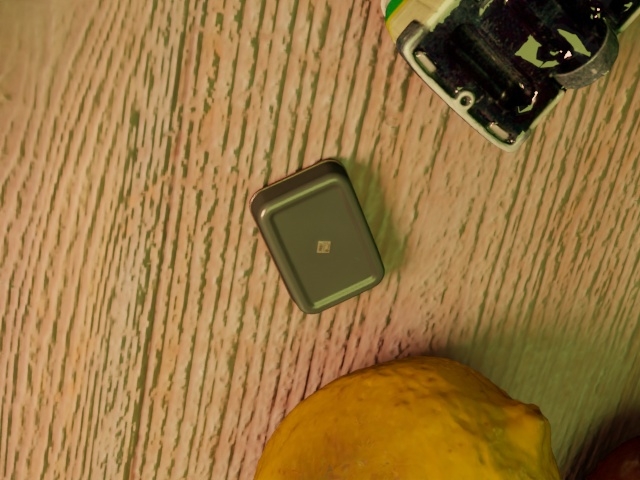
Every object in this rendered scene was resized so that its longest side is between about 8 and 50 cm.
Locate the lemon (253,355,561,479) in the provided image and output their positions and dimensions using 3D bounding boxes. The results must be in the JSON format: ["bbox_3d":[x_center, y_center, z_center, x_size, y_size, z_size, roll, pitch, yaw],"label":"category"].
[{"bbox_3d":[0.067,0.235,0.831,0.310,0.253,0.253,-32,120,19],"label":"lemon"}]

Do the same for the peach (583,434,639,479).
[{"bbox_3d":[0.368,0.324,0.967,0.281,0.238,0.281,8,108,24],"label":"peach"}]

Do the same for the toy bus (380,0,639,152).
[{"bbox_3d":[0.167,-0.217,0.688,0.133,0.165,0.276,38,101,-29],"label":"toy bus"}]

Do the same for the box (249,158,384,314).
[{"bbox_3d":[0.000,0.000,0.819,0.091,0.031,0.126,-24,120,-3],"label":"box"}]
